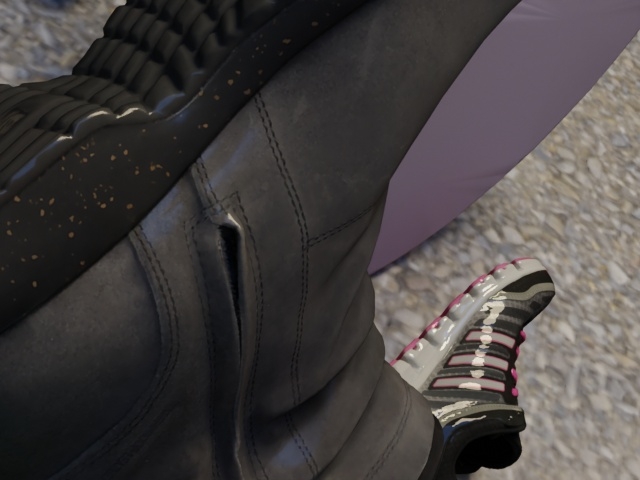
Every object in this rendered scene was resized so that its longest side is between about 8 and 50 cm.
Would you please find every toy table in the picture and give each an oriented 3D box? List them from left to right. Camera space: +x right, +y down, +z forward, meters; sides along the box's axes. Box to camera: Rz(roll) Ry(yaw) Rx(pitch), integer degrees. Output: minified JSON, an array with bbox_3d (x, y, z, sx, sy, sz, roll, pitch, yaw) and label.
[{"bbox_3d":[0.040,-0.124,0.614,0.274,0.252,0.161,-38,65,-11],"label":"toy table"}]

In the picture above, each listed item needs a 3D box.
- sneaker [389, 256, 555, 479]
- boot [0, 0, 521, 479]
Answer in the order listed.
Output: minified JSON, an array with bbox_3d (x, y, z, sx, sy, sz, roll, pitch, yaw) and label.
[{"bbox_3d":[0.074,0.074,0.582,0.075,0.063,0.170,44,50,8],"label":"sneaker"},{"bbox_3d":[0.000,0.000,0.450,0.338,0.222,0.118,-36,32,-12],"label":"boot"}]
